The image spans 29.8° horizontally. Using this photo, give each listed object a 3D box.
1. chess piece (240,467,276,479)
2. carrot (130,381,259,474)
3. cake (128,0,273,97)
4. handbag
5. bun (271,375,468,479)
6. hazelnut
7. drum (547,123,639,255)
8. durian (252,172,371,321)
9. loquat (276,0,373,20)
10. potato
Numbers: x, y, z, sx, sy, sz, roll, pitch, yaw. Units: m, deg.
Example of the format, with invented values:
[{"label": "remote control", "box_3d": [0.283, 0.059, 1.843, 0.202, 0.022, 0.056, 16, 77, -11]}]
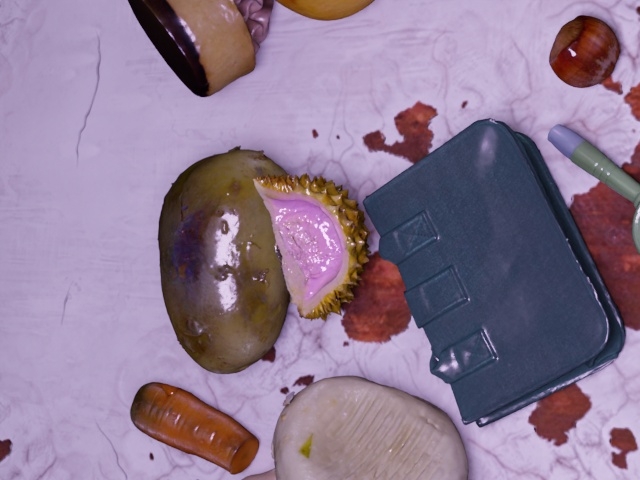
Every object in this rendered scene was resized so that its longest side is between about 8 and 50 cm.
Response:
[{"label": "chess piece", "box_3d": [-0.096, 0.397, 1.624, 0.307, 0.124, 0.139, -56, 29, 11]}, {"label": "carrot", "box_3d": [-0.178, 0.263, 1.699, 0.193, 0.087, 0.087, 22, 97, 20]}, {"label": "cake", "box_3d": [-0.147, -0.317, 1.676, 0.178, 0.208, 0.185, -38, 63, -6]}, {"label": "handbag", "box_3d": [0.209, 0.038, 1.475, 0.238, 0.089, 0.326, -32, 71, 26]}, {"label": "bun", "box_3d": [0.057, 0.287, 1.481, 0.259, 0.259, 0.160, 42, 148, 28]}, {"label": "hazelnut", "box_3d": [0.316, -0.224, 1.441, 0.086, 0.086, 0.086, -3, 84, 32]}, {"label": "drum", "box_3d": [0.362, -0.037, 1.408, 0.253, 0.049, 0.130, 25, 99, 31]}, {"label": "durian", "box_3d": [-0.001, -0.002, 1.555, 0.132, 0.165, 0.182, -21, 72, 5]}, {"label": "loquat", "box_3d": [0.004, -0.394, 1.579, 0.208, 0.208, 0.208, -3, 84, 32]}, {"label": "potato", "box_3d": [-0.129, 0.027, 1.633, 0.210, 0.173, 0.307, -5, 81, 34]}]
